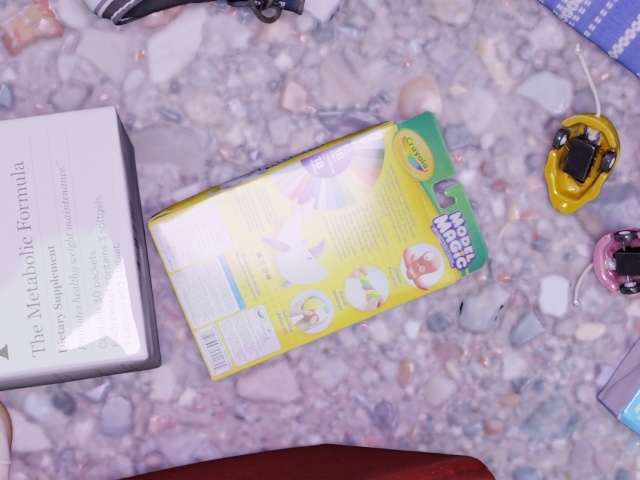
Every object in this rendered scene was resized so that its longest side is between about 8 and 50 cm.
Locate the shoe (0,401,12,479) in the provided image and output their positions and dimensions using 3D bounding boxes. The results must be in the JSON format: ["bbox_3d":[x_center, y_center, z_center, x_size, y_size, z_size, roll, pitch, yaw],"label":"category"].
[{"bbox_3d":[-0.220,0.197,0.938,0.076,0.058,0.219,4,95,-4],"label":"shoe"}]

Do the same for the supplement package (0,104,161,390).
[{"bbox_3d":[-0.218,0.019,0.872,0.244,0.134,0.139,-8,84,-3],"label":"supplement package"}]

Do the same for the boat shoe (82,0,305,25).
[{"bbox_3d":[-0.021,-0.165,0.908,0.228,0.080,0.076,-25,88,-9],"label":"boat shoe"}]

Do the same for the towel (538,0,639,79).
[{"bbox_3d":[0.247,-0.141,0.846,0.336,0.243,0.040,39,50,4],"label":"towel"}]

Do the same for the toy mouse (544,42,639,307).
[{"bbox_3d":[0.200,-0.021,0.934,0.143,0.031,0.161,22,117,24],"label":"toy mouse"}]

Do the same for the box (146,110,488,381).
[{"bbox_3d":[0.000,0.000,0.943,0.179,0.043,0.105,-21,96,1],"label":"box"}]

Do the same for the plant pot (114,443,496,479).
[{"bbox_3d":[-0.019,0.240,0.853,0.236,0.267,0.267,-22,97,-29],"label":"plant pot"}]

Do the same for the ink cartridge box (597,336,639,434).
[{"bbox_3d":[0.271,0.109,0.962,0.180,0.060,0.104,35,92,-6],"label":"ink cartridge box"}]
